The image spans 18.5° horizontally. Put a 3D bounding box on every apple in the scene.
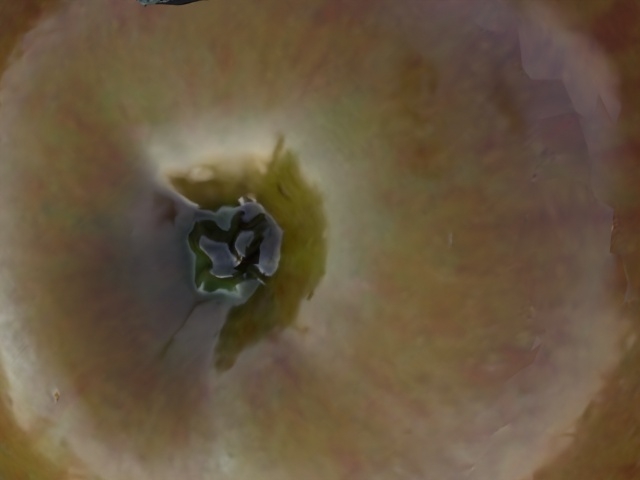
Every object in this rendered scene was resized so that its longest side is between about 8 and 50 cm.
[{"bbox_3d":[0.000,0.000,0.895,0.400,0.333,0.400,11,114,27],"label":"apple"}]

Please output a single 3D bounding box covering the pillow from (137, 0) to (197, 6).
[{"bbox_3d":[0.017,-0.118,0.505,0.048,0.090,0.150,40,50,-1],"label":"pillow"}]
